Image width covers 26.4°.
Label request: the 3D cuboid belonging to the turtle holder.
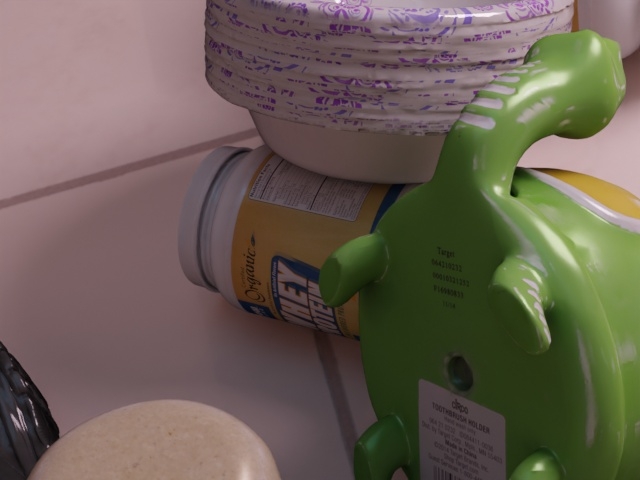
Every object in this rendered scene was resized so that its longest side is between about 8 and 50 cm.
[{"bbox_3d":[0.145,0.042,0.953,0.227,0.243,0.320,-15,81,-35],"label":"turtle holder"}]

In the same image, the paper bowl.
[{"bbox_3d":[0.051,-0.141,1.074,0.284,0.148,0.284,2,24,-1],"label":"paper bowl"}]

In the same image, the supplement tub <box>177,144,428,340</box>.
[{"bbox_3d":[0.000,0.000,1.112,0.200,0.144,0.144,13,54,23],"label":"supplement tub"}]

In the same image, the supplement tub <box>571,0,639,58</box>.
[{"bbox_3d":[0.193,-0.282,1.254,0.316,0.228,0.228,7,52,18],"label":"supplement tub"}]

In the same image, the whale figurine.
[{"bbox_3d":[-0.085,0.233,0.869,0.216,0.141,0.272,-20,51,-21],"label":"whale figurine"}]

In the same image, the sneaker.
[{"bbox_3d":[-0.256,0.175,1.050,0.130,0.109,0.286,-32,49,-10],"label":"sneaker"}]
